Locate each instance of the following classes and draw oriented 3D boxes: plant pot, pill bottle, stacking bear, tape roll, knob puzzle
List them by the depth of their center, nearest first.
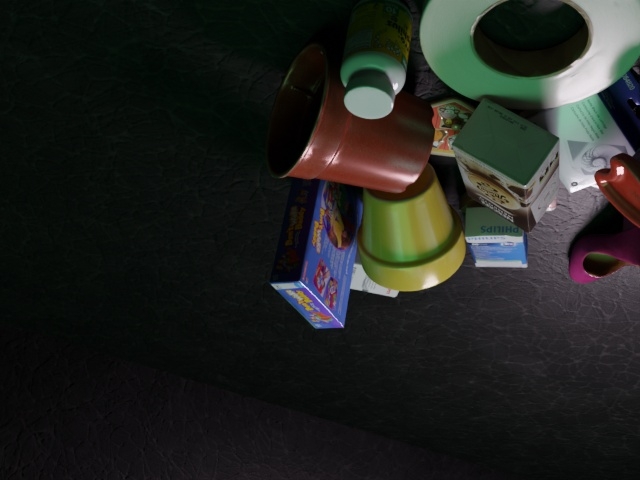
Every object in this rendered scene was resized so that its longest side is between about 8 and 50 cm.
[{"bbox_3d":[0.369,-0.377,1.426,0.391,0.072,0.392,8,150,5],"label":"tape roll"},{"bbox_3d":[0.098,-0.325,1.459,0.117,0.208,0.118,8,150,5],"label":"pill bottle"},{"bbox_3d":[0.696,-0.160,1.540,0.289,0.164,0.175,-36,170,-4],"label":"stacking bear"},{"bbox_3d":[0.066,-0.221,1.622,0.265,0.272,0.272,15,151,-23],"label":"plant pot"},{"bbox_3d":[0.274,-0.235,1.742,0.213,0.030,0.213,8,150,5],"label":"knob puzzle"},{"bbox_3d":[0.199,-0.052,1.889,0.254,0.254,0.239,0,134,17],"label":"plant pot"}]

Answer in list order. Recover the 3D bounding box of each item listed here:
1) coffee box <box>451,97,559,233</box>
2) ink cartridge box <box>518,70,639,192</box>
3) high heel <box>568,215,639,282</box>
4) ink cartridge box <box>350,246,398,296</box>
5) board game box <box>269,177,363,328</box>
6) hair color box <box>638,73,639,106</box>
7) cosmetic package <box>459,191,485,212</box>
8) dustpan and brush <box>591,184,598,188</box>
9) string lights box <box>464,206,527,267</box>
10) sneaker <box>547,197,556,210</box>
[{"bbox_3d":[0.380,-0.142,1.644,0.168,0.119,0.297,34,176,23],"label":"coffee box"},{"bbox_3d":[0.544,-0.213,1.613,0.224,0.045,0.223,-25,125,33],"label":"ink cartridge box"},{"bbox_3d":[0.697,0.061,1.966,0.127,0.181,0.377,11,150,-2],"label":"high heel"},{"bbox_3d":[0.126,0.072,2.260,0.208,0.087,0.153,12,150,-1],"label":"ink cartridge box"},{"bbox_3d":[0.000,0.000,1.914,0.078,0.347,0.233,-6,146,27],"label":"board game box"},{"bbox_3d":[0.752,-0.240,1.437,0.347,0.174,0.105,7,152,6],"label":"hair color box"},{"bbox_3d":[0.381,-0.103,1.924,0.060,0.041,0.115,18,149,-14],"label":"cosmetic package"},{"bbox_3d":[0.622,-0.175,1.700,0.147,0.060,0.211,17,130,-12],"label":"dustpan and brush"},{"bbox_3d":[0.432,-0.003,1.986,0.133,0.077,0.260,1,163,16],"label":"string lights box"},{"bbox_3d":[0.479,-0.105,1.884,0.134,0.051,0.070,3,146,10],"label":"sneaker"}]
